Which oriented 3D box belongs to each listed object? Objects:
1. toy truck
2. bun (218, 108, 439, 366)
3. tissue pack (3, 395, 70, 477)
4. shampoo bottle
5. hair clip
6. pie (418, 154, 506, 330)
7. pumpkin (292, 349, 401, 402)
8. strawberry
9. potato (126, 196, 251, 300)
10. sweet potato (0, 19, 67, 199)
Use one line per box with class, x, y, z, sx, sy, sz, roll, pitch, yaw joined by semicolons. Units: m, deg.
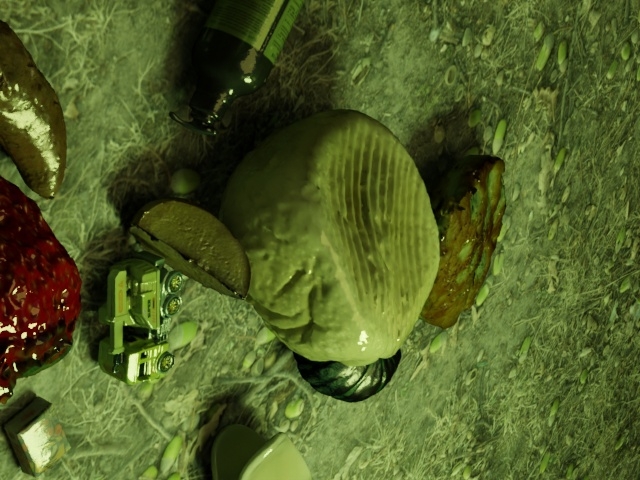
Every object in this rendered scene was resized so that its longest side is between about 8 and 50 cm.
toy truck;-0.239;0.101;1.515;0.100;0.077;0.169;-16;121;-52
bun;0.000;0.000;1.641;0.352;0.227;0.349;15;70;-51
tissue pack;-0.351;0.245;1.475;0.063;0.035;0.083;-42;138;-33
shampoo bottle;-0.095;-0.262;1.498;0.101;0.101;0.284;34;80;-55
hair clip;-0.093;0.388;1.831;0.172;0.113;0.282;-39;136;-36
pie;0.233;0.004;2.057;0.288;0.103;0.355;-57;155;-26
pumpkin;0.043;0.156;1.861;0.194;0.150;0.194;-30;125;-55
strawberry;-0.370;0.028;1.175;0.238;0.250;0.288;-32;106;-33
potato;-0.156;-0.002;1.522;0.172;0.100;0.089;33;73;-9
sweet potato;-0.347;-0.169;1.214;0.114;0.092;0.341;-46;141;-3
